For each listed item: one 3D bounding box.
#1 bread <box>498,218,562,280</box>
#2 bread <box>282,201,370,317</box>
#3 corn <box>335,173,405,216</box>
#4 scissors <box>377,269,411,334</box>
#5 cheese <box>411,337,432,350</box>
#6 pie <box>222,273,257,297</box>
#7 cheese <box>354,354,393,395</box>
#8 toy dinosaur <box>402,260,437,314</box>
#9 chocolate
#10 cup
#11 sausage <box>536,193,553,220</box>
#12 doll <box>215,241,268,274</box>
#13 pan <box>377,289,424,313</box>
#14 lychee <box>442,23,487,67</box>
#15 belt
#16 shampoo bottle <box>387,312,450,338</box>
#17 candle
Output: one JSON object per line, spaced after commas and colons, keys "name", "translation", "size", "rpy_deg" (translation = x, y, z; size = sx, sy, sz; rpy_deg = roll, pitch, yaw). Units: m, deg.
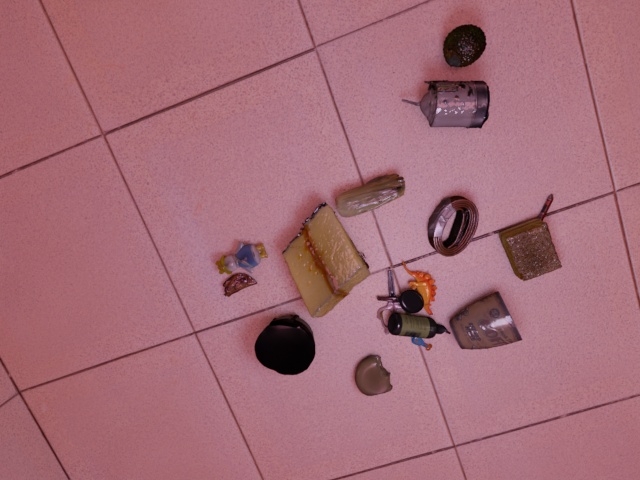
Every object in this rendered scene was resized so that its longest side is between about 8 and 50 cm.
{"name": "bread", "translation": [0.903, 0.040, 1.734], "size": [0.185, 0.110, 0.234], "rpy_deg": [-24, 105, 13]}
{"name": "bread", "translation": [0.017, 0.097, 1.780], "size": [0.346, 0.242, 0.404], "rpy_deg": [-34, 81, 11]}
{"name": "corn", "translation": [0.213, -0.191, 1.711], "size": [0.306, 0.123, 0.122], "rpy_deg": [-22, 98, 6]}
{"name": "scissors", "translation": [0.338, 0.288, 1.861], "size": [0.160, 0.024, 0.316], "rpy_deg": [-5, 102, 5]}
{"name": "cheese", "translation": [0.479, 0.486, 1.901], "size": [0.111, 0.017, 0.047], "rpy_deg": [31, 105, -4]}
{"name": "pie", "translation": [-0.389, 0.203, 1.869], "size": [0.170, 0.034, 0.092], "rpy_deg": [-29, 103, 9]}
{"name": "cheese", "translation": [0.250, 0.642, 1.908], "size": [0.176, 0.091, 0.202], "rpy_deg": [-8, 102, 3]}
{"name": "toy dinosaur", "translation": [0.467, 0.206, 1.814], "size": [0.117, 0.070, 0.288], "rpy_deg": [-22, 96, 13]}
{"name": "chocolate", "translation": [-0.150, 0.455, 1.837], "size": [0.284, 0.186, 0.283], "rpy_deg": [2, 112, 4]}
{"name": "cup", "translation": [0.736, 0.394, 1.798], "size": [0.257, 0.227, 0.301], "rpy_deg": [-25, 130, 20]}
{"name": "sausage", "translation": [0.964, -0.110, 1.746], "size": [0.028, 0.025, 0.198], "rpy_deg": [29, 104, 33]}
{"name": "doll", "translation": [-0.361, 0.086, 1.811], "size": [0.241, 0.098, 0.135], "rpy_deg": [-20, 123, 8]}
{"name": "pan", "translation": [0.364, 0.271, 1.818], "size": [0.212, 0.040, 0.114], "rpy_deg": [3, 107, 24]}
{"name": "lychee", "translation": [0.566, -0.764, 1.562], "size": [0.172, 0.171, 0.170], "rpy_deg": [1, 102, 2]}
{"name": "belt", "translation": [0.568, -0.063, 1.735], "size": [0.184, 0.105, 0.261], "rpy_deg": [14, 106, -3]}
{"name": "shampoo bottle", "translation": [0.452, 0.394, 1.827], "size": [0.284, 0.101, 0.101], "rpy_deg": [10, 103, -17]}
{"name": "candle", "translation": [0.495, -0.542, 1.596], "size": [0.331, 0.187, 0.187], "rpy_deg": [2, 102, 4]}
